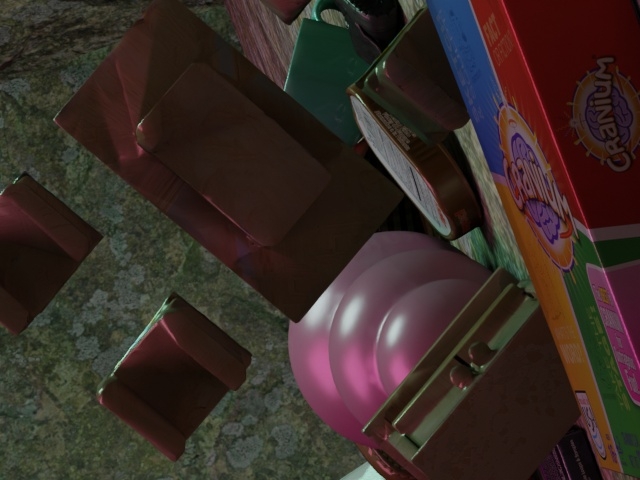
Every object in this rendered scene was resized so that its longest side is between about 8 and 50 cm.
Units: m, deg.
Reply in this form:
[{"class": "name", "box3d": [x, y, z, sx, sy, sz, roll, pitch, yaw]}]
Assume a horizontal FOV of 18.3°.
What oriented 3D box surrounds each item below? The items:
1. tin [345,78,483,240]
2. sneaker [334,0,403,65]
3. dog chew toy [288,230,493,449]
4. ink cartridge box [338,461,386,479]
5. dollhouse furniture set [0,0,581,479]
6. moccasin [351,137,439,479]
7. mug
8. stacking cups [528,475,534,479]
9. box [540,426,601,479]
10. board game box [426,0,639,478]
[{"class": "tin", "box3d": [0.084, -0.077, 1.828, 0.189, 0.040, 0.106, 53, 175, 34]}, {"class": "sneaker", "box3d": [0.040, -0.211, 1.879, 0.170, 0.051, 0.089, 53, 165, 41]}, {"class": "dog chew toy", "box3d": [0.090, 0.094, 1.778, 0.332, 0.207, 0.206, -177, 67, -78]}, {"class": "ink cartridge box", "box3d": [0.143, 0.385, 2.124, 0.306, 0.131, 0.226, 38, -158, -44]}, {"class": "dollhouse furniture set", "box3d": [0.000, 0.000, 1.417, 0.394, 0.362, 0.256, 40, 177, -4]}, {"class": "moccasin", "box3d": [0.081, 0.069, 2.068, 0.147, 0.139, 0.380, 120, 152, -63]}, {"class": "mug", "box3d": [0.016, -0.172, 2.085, 0.129, 0.097, 0.157, -83, 8, -79]}, {"class": "stacking cups", "box3d": [0.137, 0.152, 2.160, 0.096, 0.096, 0.316, 76, 173, -60]}, {"class": "box", "box3d": [0.220, 0.214, 1.727, 0.162, 0.029, 0.116, -177, 66, -88]}, {"class": "board game box", "box3d": [0.152, -0.025, 1.110, 0.242, 0.064, 0.316, 117, 133, -85]}]
